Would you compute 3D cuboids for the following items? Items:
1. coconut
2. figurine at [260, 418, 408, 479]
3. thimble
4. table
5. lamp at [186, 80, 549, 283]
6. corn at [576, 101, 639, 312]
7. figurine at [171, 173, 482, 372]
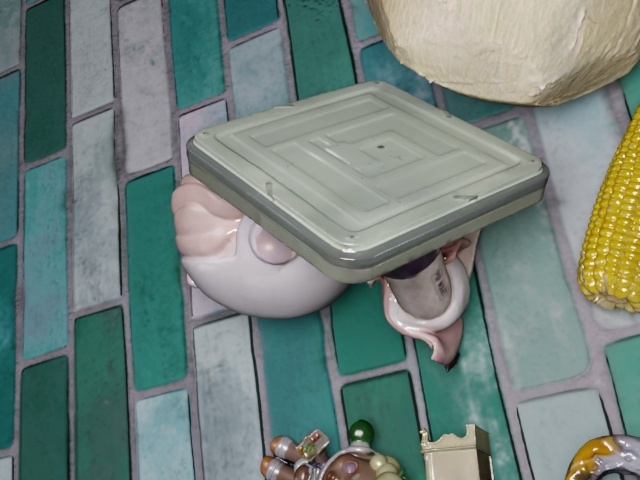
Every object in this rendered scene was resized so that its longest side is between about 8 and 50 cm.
[{"bbox_3d":[0.206,-0.307,0.844,0.346,0.360,0.346,6,45,-6],"label":"coconut"},{"bbox_3d":[0.015,0.264,0.871,0.197,0.093,0.147,14,67,30],"label":"figurine"},{"bbox_3d":[0.298,0.249,0.724,0.151,0.118,0.127,30,87,30],"label":"thimble"},{"bbox_3d":[0.143,0.240,0.825,0.062,0.079,0.083,-10,66,20],"label":"table"},{"bbox_3d":[0.044,-0.072,0.777,0.269,0.047,0.266,-23,42,-32],"label":"lamp"},{"bbox_3d":[0.338,-0.045,0.825,0.093,0.093,0.244,15,78,29],"label":"corn"},{"bbox_3d":[-0.004,0.000,0.894,0.361,0.253,0.211,16,96,22],"label":"figurine"}]
